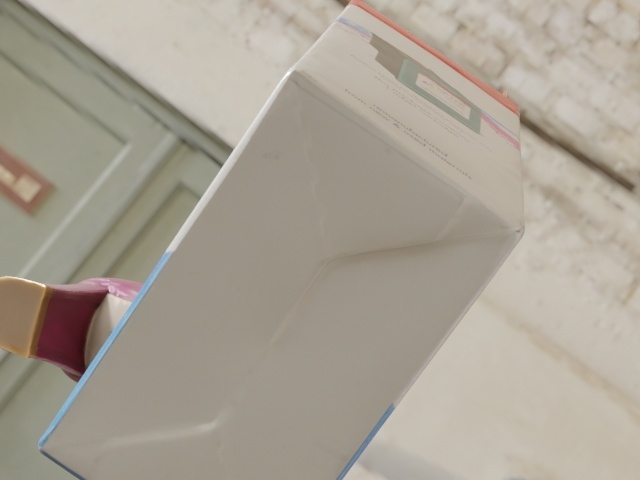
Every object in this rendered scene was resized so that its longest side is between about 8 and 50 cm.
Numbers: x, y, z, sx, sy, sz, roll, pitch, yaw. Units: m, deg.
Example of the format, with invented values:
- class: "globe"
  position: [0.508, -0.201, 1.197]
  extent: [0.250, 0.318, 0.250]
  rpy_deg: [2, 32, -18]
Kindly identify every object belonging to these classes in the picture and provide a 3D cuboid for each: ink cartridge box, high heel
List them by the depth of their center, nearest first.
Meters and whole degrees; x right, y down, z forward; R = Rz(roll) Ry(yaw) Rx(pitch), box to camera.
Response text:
- class: "ink cartridge box"
  position: [0.000, 0.000, 0.530]
  extent: [0.078, 0.134, 0.231]
  rpy_deg: [34, 15, -3]
- class: "high heel"
  position: [-0.054, 0.071, 0.772]
  extent: [0.244, 0.082, 0.117]
  rpy_deg: [11, -4, 41]
